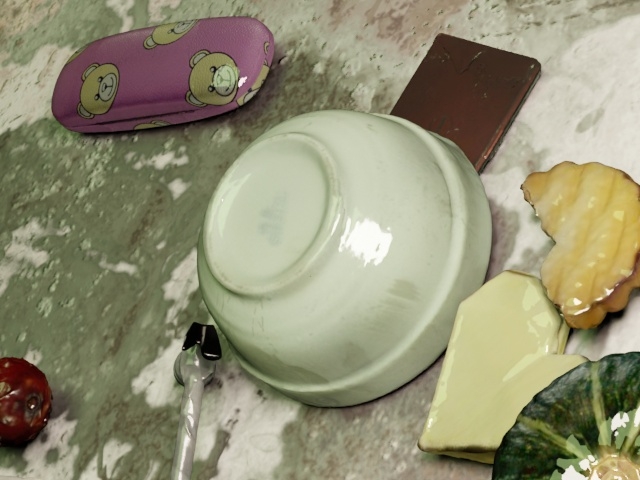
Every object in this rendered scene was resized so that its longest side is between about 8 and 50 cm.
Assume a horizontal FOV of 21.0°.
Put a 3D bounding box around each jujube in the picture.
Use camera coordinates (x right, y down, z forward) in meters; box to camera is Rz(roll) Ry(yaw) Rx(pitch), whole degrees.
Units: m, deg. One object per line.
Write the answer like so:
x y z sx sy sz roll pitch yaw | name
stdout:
-0.356 0.174 1.899 0.166 0.104 0.104 5 63 51 | jujube

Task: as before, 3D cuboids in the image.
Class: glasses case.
-0.192 -0.195 2.047 0.316 0.076 0.123 -4 57 35 | glasses case

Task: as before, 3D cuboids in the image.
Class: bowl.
0.000 0.000 1.692 0.307 0.163 0.307 -17 59 32 | bowl

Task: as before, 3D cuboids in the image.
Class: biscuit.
0.255 0.002 1.578 0.118 0.061 0.183 -18 47 17 | biscuit

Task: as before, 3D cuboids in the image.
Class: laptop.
0.127 -0.113 1.787 0.154 0.026 0.207 21 76 42 | laptop

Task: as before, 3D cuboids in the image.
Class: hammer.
-0.142 0.283 1.670 0.044 0.152 0.426 9 70 -5 | hammer

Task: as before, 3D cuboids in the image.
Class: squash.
0.256 0.210 1.356 0.252 0.165 0.252 -12 62 22 | squash

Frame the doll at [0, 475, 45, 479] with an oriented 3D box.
-0.334 0.351 1.711 0.167 0.162 0.269 4 55 13 | doll

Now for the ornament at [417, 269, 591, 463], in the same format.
0.161 0.137 1.564 0.180 0.059 0.201 -36 42 12 | ornament
